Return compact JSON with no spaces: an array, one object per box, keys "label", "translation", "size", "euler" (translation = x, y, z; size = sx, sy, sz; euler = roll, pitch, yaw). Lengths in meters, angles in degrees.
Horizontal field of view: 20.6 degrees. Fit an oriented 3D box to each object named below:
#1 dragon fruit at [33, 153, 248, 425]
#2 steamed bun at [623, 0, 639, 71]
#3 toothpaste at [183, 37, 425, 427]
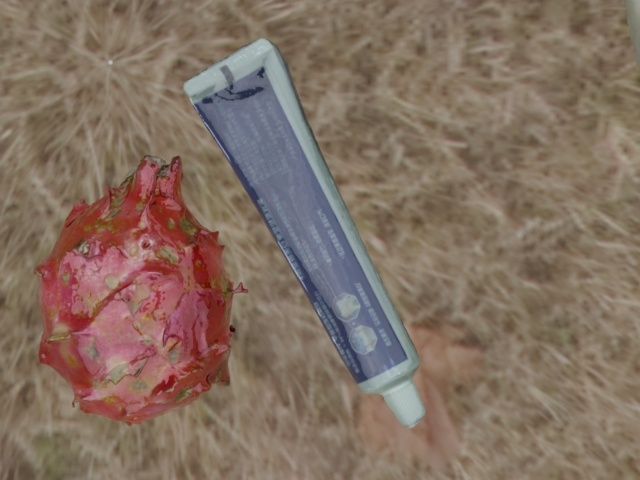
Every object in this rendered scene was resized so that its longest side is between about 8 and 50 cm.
[{"label":"dragon fruit","translation":[-0.182,0.047,1.727],"size":[0.210,0.205,0.268],"euler":[4,88,26]},{"label":"steamed bun","translation":[0.457,-0.189,1.797],"size":[0.219,0.309,0.324],"euler":[-9,82,28]},{"label":"toothpaste","translation":[0.000,0.000,0.594],"size":[0.037,0.021,0.140],"euler":[-28,88,18]}]
